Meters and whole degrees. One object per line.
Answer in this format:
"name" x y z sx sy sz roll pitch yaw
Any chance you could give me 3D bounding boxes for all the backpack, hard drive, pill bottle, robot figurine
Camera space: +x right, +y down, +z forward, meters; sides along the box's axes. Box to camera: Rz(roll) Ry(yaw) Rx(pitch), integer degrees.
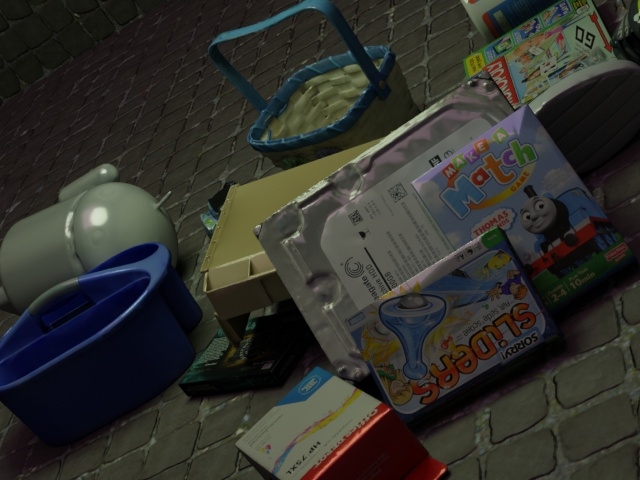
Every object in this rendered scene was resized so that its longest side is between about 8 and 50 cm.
"backpack" -0.122 -0.015 2.182 0.084 0.114 0.105 -38 20 -2
"hard drive" 0.118 -0.010 1.708 0.339 0.237 0.064 -34 -21 8
"pill bottle" 0.328 -0.407 2.273 0.221 0.124 0.124 -30 24 13
"robot figurine" -0.370 0.027 2.346 0.353 0.200 0.300 -20 65 35

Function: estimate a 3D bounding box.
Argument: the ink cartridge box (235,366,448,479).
"ink cartridge box" 0.019 0.229 1.564 0.134 0.078 0.231 -43 24 -13

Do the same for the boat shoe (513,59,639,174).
"boat shoe" 0.256 -0.124 1.839 0.335 0.121 0.119 -35 27 11

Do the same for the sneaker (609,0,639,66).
"sneaker" 0.422 -0.258 1.834 0.121 0.111 0.300 -48 -8 20

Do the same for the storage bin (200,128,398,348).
"storage bin" 0.000 0.000 1.921 0.262 0.123 0.260 -17 29 19

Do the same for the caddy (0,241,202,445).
"caddy" -0.334 0.136 2.119 0.341 0.179 0.241 -30 23 16

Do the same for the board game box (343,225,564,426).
"board game box" 0.142 0.094 1.586 0.201 0.136 0.035 -33 -20 14

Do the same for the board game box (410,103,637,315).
"board game box" 0.222 -0.021 1.623 0.160 0.211 0.039 -35 -21 6

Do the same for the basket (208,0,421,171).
"basket" -0.001 -0.216 2.164 0.255 0.289 0.201 -12 33 47

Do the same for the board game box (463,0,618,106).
"board game box" 0.314 -0.237 2.071 0.213 0.046 0.317 -30 24 14

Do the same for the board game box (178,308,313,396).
"board game box" -0.091 0.147 1.942 0.186 0.026 0.126 -12 32 45
